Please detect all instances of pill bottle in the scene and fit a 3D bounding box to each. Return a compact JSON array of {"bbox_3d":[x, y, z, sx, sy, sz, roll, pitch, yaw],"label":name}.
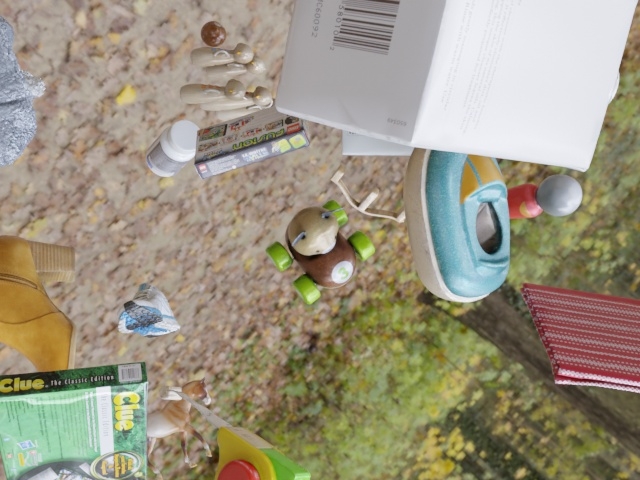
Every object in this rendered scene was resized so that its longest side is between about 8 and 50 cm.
[{"bbox_3d":[-0.292,-0.185,1.495,0.078,0.078,0.137,-34,-176,-35],"label":"pill bottle"}]

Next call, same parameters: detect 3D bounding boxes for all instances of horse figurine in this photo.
[{"bbox_3d":[-0.346,0.427,1.629,0.263,0.174,0.066,-27,159,6],"label":"horse figurine"}]

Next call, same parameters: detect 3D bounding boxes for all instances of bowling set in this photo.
[{"bbox_3d":[-0.176,-0.357,1.533,0.287,0.154,0.199,-22,111,-80],"label":"bowling set"}]

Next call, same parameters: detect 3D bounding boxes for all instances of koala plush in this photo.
[{"bbox_3d":[-0.512,-0.211,1.122,0.196,0.203,0.221,-28,-163,-9],"label":"koala plush"}]

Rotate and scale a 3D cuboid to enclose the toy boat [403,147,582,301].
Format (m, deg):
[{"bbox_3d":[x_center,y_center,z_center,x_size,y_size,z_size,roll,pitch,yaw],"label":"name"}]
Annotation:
[{"bbox_3d":[0.257,-0.054,1.113,0.318,0.267,0.148,-10,-179,-45],"label":"toy boat"}]

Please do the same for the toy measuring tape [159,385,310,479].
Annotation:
[{"bbox_3d":[-0.146,0.340,1.141,0.121,0.330,0.121,-31,133,-41],"label":"toy measuring tape"}]

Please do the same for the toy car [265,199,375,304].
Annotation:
[{"bbox_3d":[0.000,0.000,1.261,0.155,0.149,0.188,-38,168,-10],"label":"toy car"}]

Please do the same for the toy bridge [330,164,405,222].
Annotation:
[{"bbox_3d":[0.102,-0.088,1.602,0.063,0.188,0.026,-49,-164,38],"label":"toy bridge"}]

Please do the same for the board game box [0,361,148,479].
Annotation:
[{"bbox_3d":[-0.241,0.218,0.743,0.136,0.030,0.259,-1,132,-15],"label":"board game box"}]

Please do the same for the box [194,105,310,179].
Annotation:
[{"bbox_3d":[-0.125,-0.185,1.351,0.207,0.114,0.036,-16,131,9],"label":"box"}]

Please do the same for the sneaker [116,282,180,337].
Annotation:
[{"bbox_3d":[-0.287,0.107,1.214,0.071,0.082,0.190,-17,166,-1],"label":"sneaker"}]

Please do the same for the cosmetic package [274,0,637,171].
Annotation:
[{"bbox_3d":[0.148,-0.181,0.706,0.366,0.155,0.196,-1,107,-52],"label":"cosmetic package"}]

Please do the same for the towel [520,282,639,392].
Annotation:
[{"bbox_3d":[0.380,0.129,0.990,0.275,0.199,0.031,-73,170,-70],"label":"towel"}]

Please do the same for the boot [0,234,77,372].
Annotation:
[{"bbox_3d":[-0.483,0.129,1.136,0.211,0.295,0.104,1,153,-23],"label":"boot"}]

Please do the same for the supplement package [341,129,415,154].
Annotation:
[{"bbox_3d":[0.152,-0.280,1.271,0.199,0.198,0.262,-31,122,-72],"label":"supplement package"}]
